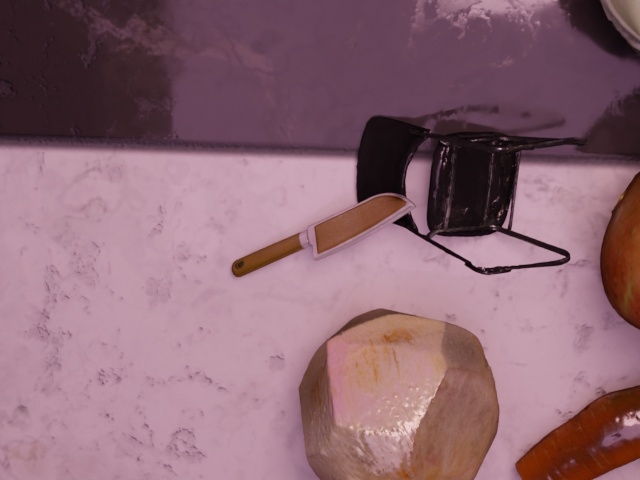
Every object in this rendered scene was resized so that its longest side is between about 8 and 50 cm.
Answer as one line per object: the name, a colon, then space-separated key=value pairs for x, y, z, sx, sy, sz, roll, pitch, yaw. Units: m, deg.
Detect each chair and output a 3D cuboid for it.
chair: x=0.160 y=-0.062 z=1.151 sx=0.145 sy=0.221 sz=0.140 roll=-6 pitch=107 yaw=-38

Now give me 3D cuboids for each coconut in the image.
coconut: x=0.087 y=0.188 z=1.176 sx=0.237 sy=0.236 sz=0.197 roll=-12 pitch=144 yaw=8

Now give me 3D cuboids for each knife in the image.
knife: x=0.001 y=0.000 z=1.177 sx=0.256 sy=0.046 sz=0.022 roll=-23 pitch=146 yaw=29

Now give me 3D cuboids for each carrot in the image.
carrot: x=0.322 y=0.237 z=1.220 sx=0.193 sy=0.087 sz=0.087 roll=-30 pitch=100 yaw=15

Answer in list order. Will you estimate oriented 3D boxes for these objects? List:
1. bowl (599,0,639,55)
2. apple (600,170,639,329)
bowl: x=0.432 y=-0.270 z=1.005 sx=0.307 sy=0.163 sz=0.307 roll=-10 pitch=68 yaw=27
apple: x=0.460 y=0.008 z=1.022 sx=0.338 sy=0.338 sz=0.305 roll=33 pitch=100 yaw=-3
